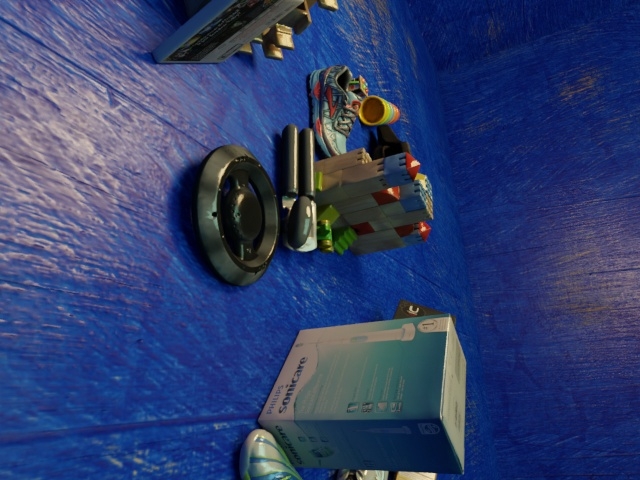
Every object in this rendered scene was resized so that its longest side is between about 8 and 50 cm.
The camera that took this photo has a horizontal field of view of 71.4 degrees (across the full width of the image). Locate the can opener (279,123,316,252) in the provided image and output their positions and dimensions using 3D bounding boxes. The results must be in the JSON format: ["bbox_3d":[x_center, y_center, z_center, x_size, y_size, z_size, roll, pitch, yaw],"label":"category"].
[{"bbox_3d":[-0.036,-0.109,0.892,0.074,0.093,0.280,9,66,-27],"label":"can opener"}]

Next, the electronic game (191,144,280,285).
[{"bbox_3d":[-0.130,-0.040,0.725,0.229,0.048,0.229,-3,90,-66],"label":"electronic game"}]

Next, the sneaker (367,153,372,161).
[{"bbox_3d":[0.117,-0.231,1.307,0.161,0.057,0.075,37,44,-59],"label":"sneaker"}]

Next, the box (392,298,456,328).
[{"bbox_3d":[0.245,0.292,1.154,0.270,0.165,0.143,-46,150,-61],"label":"box"}]

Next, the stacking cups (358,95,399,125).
[{"bbox_3d":[0.224,-0.444,1.573,0.316,0.096,0.095,-25,101,-65],"label":"stacking cups"}]

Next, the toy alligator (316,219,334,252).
[{"bbox_3d":[0.000,0.000,0.971,0.189,0.052,0.056,75,11,-74],"label":"toy alligator"}]

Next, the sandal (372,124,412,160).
[{"bbox_3d":[0.212,-0.241,1.395,0.445,0.107,0.167,-99,176,-64],"label":"sandal"}]

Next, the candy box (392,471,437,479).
[{"bbox_3d":[0.195,0.570,0.980,0.316,0.088,0.182,-55,155,-52],"label":"candy box"}]

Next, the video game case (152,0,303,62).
[{"bbox_3d":[-0.135,-0.328,0.677,0.022,0.191,0.173,62,28,-10],"label":"video game case"}]

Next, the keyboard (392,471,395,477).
[{"bbox_3d":[0.236,0.565,1.230,0.202,0.033,0.316,25,58,-59],"label":"keyboard"}]

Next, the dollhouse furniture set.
[{"bbox_3d":[-0.111,-0.454,0.766,0.242,0.212,0.160,-9,82,-43],"label":"dollhouse furniture set"}]

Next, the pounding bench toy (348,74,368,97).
[{"bbox_3d":[0.105,-0.475,1.371,0.083,0.065,0.052,24,58,-59],"label":"pounding bench toy"}]

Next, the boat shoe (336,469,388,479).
[{"bbox_3d":[0.070,0.476,0.867,0.088,0.096,0.267,53,43,-50],"label":"boat shoe"}]

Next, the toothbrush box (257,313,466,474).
[{"bbox_3d":[0.079,0.250,0.742,0.126,0.296,0.216,67,27,-25],"label":"toothbrush box"}]

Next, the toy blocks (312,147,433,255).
[{"bbox_3d":[0.145,-0.091,1.063,0.381,0.261,0.190,47,39,-48],"label":"toy blocks"}]

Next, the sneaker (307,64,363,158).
[{"bbox_3d":[0.044,-0.321,1.112,0.104,0.125,0.261,7,73,-63],"label":"sneaker"}]

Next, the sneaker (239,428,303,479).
[{"bbox_3d":[-0.028,0.383,0.660,0.091,0.126,0.240,-47,122,-60],"label":"sneaker"}]
